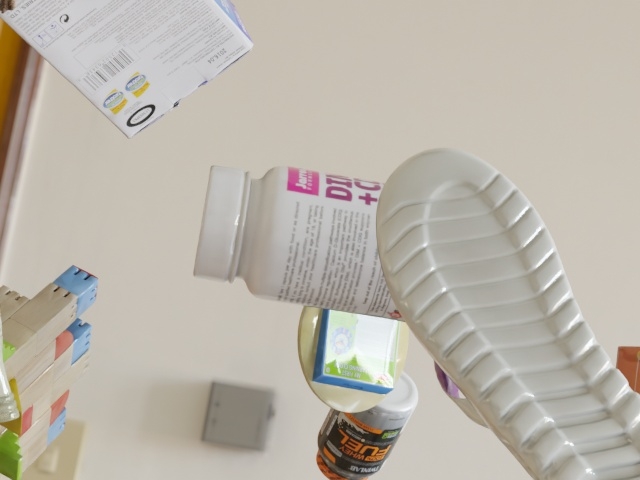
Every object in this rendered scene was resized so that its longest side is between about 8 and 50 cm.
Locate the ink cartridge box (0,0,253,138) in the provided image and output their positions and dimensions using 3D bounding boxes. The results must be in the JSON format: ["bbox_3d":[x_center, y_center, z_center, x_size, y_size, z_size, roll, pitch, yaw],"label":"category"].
[{"bbox_3d":[-0.298,-0.349,2.101,0.270,0.151,0.395,-35,-48,11],"label":"ink cartridge box"}]

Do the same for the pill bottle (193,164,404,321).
[{"bbox_3d":[0.000,0.000,1.542,0.283,0.160,0.160,9,-7,-6],"label":"pill bottle"}]

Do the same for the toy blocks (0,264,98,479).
[{"bbox_3d":[-0.438,0.197,1.918,0.191,0.381,0.261,26,40,14],"label":"toy blocks"}]

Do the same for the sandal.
[{"bbox_3d":[0.173,0.102,1.238,0.169,0.416,0.102,-21,-22,-17],"label":"sandal"}]

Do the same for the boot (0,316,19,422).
[{"bbox_3d":[-0.485,0.161,1.643,0.213,0.165,0.077,-6,11,17],"label":"boot"}]

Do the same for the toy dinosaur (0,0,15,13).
[{"bbox_3d":[-0.546,-0.390,1.826,0.296,0.200,0.127,-27,32,-8],"label":"toy dinosaur"}]

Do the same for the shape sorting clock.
[{"bbox_3d":[0.046,0.135,1.819,0.206,0.206,0.040,17,-15,-41],"label":"shape sorting clock"}]

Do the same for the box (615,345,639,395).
[{"bbox_3d":[0.540,0.263,1.614,0.345,0.215,0.168,-1,-32,25],"label":"box"}]

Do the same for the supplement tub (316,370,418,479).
[{"bbox_3d":[0.067,0.287,2.037,0.117,0.190,0.117,15,35,-11],"label":"supplement tub"}]
